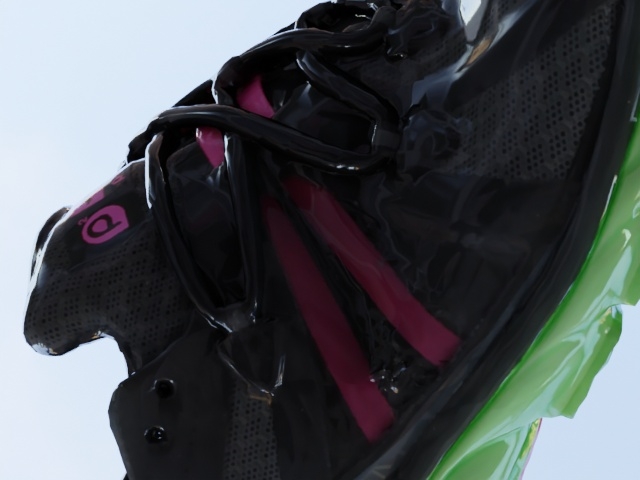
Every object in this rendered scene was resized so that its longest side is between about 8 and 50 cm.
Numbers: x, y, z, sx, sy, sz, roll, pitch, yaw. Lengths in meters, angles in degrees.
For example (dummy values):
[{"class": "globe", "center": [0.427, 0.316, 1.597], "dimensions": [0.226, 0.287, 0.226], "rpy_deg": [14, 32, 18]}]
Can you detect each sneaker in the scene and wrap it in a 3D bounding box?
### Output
[{"class": "sneaker", "center": [0.000, 0.000, 0.534], "dimensions": [0.202, 0.185, 0.483], "rpy_deg": [22, -81, -8]}]
